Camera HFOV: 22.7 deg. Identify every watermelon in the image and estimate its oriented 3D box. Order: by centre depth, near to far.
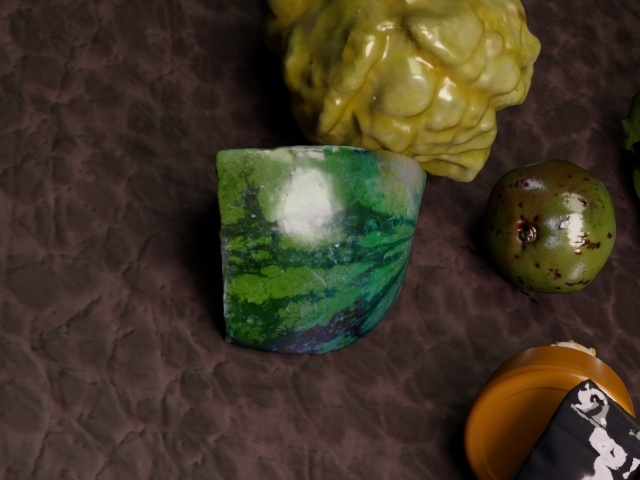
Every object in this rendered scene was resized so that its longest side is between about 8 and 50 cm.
[{"bbox_3d":[0.010,0.012,1.206,0.231,0.128,0.146,2,79,-33],"label":"watermelon"}]

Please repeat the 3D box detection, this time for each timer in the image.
[{"bbox_3d":[0.187,0.123,1.240,0.132,0.132,0.152,39,27,-5],"label":"timer"}]

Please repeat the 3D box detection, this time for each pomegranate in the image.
[{"bbox_3d":[0.198,-0.013,1.330,0.114,0.114,0.142,60,26,13],"label":"pomegranate"}]

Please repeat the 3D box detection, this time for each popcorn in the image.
[{"bbox_3d":[0.066,-0.166,1.291,0.255,0.195,0.256,47,49,-10],"label":"popcorn"}]

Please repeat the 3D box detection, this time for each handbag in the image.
[{"bbox_3d":[0.224,0.245,1.141,0.254,0.211,0.088,36,7,-7],"label":"handbag"}]

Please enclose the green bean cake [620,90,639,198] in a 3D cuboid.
[{"bbox_3d":[0.468,-0.041,1.450,0.319,0.218,0.335,0,68,-40],"label":"green bean cake"}]
